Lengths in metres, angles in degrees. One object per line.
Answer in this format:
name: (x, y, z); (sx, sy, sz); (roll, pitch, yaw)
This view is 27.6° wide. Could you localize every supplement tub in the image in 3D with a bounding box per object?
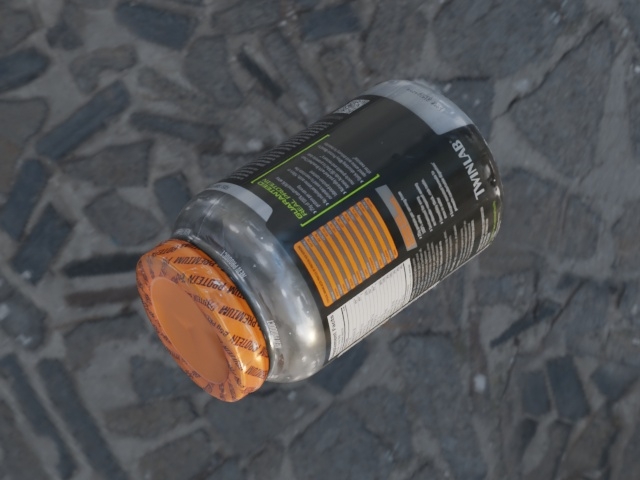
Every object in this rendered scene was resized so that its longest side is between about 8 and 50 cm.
supplement tub: (0.000, 0.000, 0.723); (0.117, 0.190, 0.117); (39, 148, 31)
